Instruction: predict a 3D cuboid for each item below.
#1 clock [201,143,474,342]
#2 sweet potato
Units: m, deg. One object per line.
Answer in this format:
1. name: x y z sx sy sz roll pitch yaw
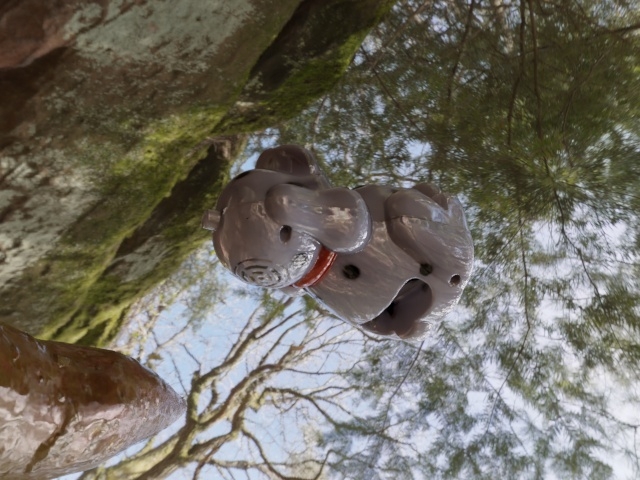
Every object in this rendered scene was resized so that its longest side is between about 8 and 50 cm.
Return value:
1. clock: 0.002 -0.001 0.494 0.189 0.254 0.188 -45 -144 46
2. sweet potato: -0.235 0.148 0.412 0.131 0.336 0.131 -9 -118 19
